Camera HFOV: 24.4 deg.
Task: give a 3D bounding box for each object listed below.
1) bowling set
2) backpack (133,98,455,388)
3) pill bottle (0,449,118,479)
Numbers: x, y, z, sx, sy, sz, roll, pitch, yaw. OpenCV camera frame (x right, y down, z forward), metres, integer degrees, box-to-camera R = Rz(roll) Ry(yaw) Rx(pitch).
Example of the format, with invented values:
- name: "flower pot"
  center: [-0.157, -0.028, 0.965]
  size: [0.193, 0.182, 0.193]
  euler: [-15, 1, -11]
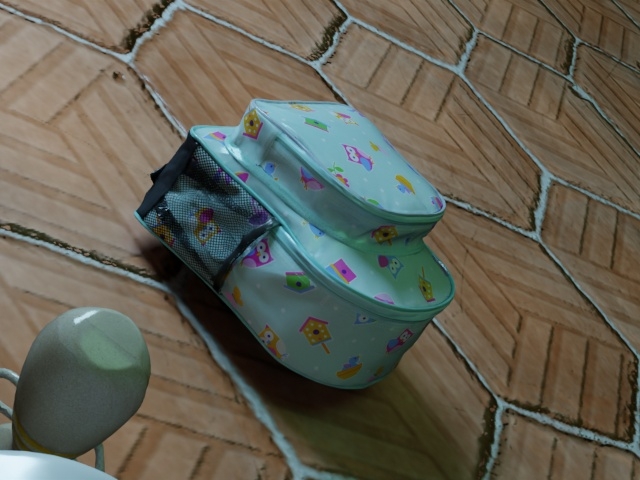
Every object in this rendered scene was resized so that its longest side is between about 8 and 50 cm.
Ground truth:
- name: "bowling set"
  center: [-0.241, 0.049, 0.650]
  size: [0.287, 0.154, 0.200]
  euler: [43, 47, 3]
- name: "backpack"
  center: [0.000, 0.000, 0.973]
  size: [0.188, 0.144, 0.166]
  euler: [54, 26, 18]
- name: "pill bottle"
  center: [-0.123, 0.202, 0.545]
  size: [0.131, 0.131, 0.229]
  euler: [27, 32, -23]
